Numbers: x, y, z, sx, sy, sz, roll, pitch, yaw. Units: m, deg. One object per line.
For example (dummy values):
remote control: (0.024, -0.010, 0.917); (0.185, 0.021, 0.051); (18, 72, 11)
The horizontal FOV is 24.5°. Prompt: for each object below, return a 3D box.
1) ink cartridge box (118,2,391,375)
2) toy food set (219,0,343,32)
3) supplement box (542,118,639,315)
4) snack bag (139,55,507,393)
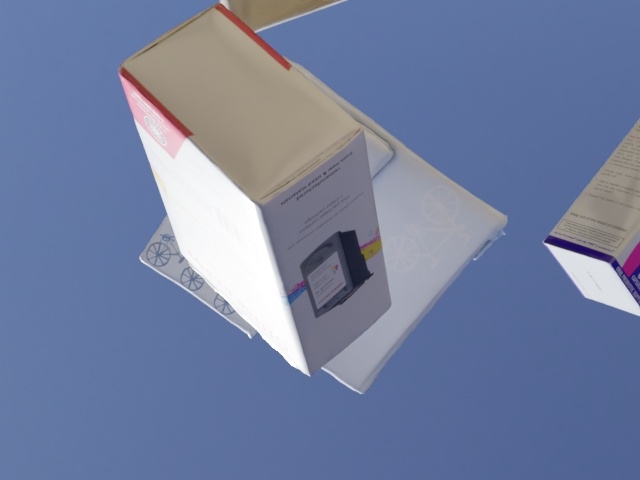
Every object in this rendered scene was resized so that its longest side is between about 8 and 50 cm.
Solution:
ink cartridge box: (-0.057, -0.044, 1.432); (0.131, 0.306, 0.226); (-38, -121, -15)
toy food set: (0.009, -0.360, 1.795); (0.306, 0.092, 0.219); (-18, -114, 14)
supplement box: (0.386, -0.035, 1.730); (0.220, 0.111, 0.114); (-52, -144, -13)
snack bag: (0.000, 0.000, 1.773); (0.342, 0.323, 0.037); (35, -156, -6)
